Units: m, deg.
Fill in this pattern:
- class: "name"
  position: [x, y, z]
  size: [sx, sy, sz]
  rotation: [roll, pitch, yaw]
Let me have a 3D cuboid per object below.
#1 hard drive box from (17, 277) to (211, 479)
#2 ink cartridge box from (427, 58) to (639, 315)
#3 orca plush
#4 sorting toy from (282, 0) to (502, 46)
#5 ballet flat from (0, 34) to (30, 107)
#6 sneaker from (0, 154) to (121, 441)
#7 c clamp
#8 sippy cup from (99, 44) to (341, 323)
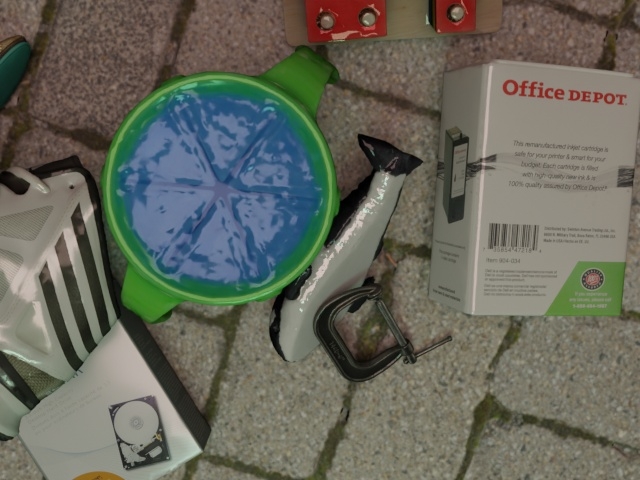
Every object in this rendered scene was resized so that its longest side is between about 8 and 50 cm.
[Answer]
- class: "hard drive box"
  position: [-0.272, 0.193, 1.043]
  size: [0.181, 0.089, 0.232]
  rotation: [-32, 94, 2]
- class: "ink cartridge box"
  position: [0.242, -0.057, 0.984]
  size: [0.198, 0.115, 0.273]
  rotation: [2, 95, -17]
- class: "orca plush"
  position: [0.000, 0.000, 1.016]
  size: [0.102, 0.151, 0.287]
  rotation: [39, 124, 34]
- class: "sorting toy"
  position: [0.079, -0.344, 0.950]
  size: [0.257, 0.089, 0.256]
  rotation: [-4, 115, 1]
- class: "ballet flat"
  position: [-0.418, -0.161, 1.022]
  size: [0.067, 0.073, 0.206]
  rotation: [29, 91, 12]
- class: "sneaker"
  position: [-0.387, -0.038, 0.885]
  size: [0.447, 0.169, 0.257]
  rotation: [47, 71, -5]
- class: "c clamp"
  position: [0.068, 0.107, 1.036]
  size: [0.137, 0.022, 0.161]
  rotation: [-35, 125, 3]
- class: "sippy cup"
  position: [-0.099, -0.061, 0.951]
  size: [0.305, 0.224, 0.240]
  rotation: [-19, 96, 2]
